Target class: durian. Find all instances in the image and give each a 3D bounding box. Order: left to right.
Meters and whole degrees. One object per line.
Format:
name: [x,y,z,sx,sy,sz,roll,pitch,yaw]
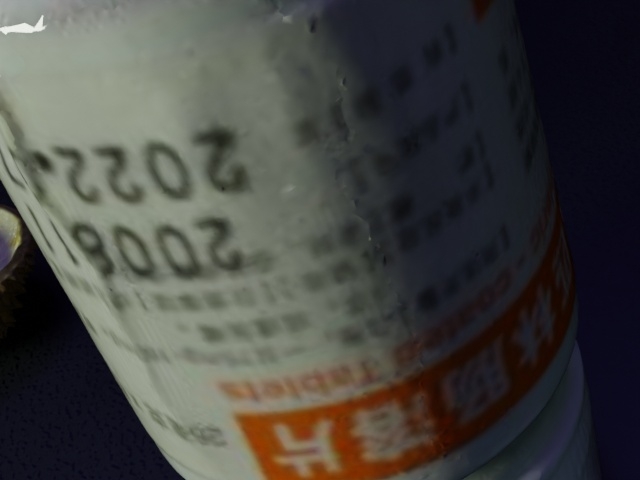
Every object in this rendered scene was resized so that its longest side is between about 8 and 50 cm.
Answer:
durian: [-0.265,0.041,0.812,0.149,0.091,0.188,-2,27,-8]

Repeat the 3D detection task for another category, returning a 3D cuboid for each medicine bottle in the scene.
medicine bottle: [0.000,0.000,0.519,0.211,0.371,0.211,-13,38,11]
